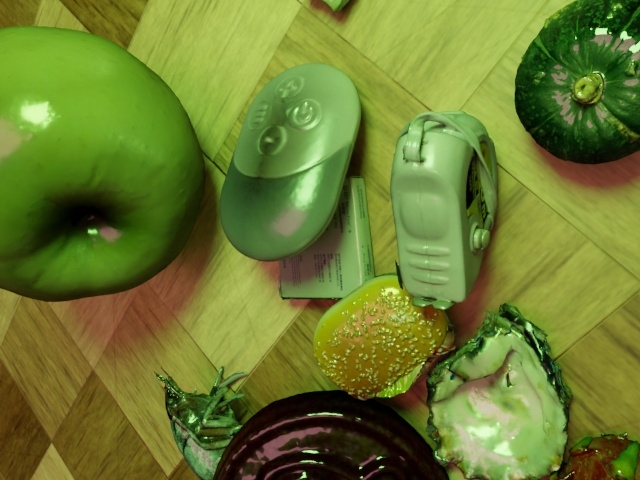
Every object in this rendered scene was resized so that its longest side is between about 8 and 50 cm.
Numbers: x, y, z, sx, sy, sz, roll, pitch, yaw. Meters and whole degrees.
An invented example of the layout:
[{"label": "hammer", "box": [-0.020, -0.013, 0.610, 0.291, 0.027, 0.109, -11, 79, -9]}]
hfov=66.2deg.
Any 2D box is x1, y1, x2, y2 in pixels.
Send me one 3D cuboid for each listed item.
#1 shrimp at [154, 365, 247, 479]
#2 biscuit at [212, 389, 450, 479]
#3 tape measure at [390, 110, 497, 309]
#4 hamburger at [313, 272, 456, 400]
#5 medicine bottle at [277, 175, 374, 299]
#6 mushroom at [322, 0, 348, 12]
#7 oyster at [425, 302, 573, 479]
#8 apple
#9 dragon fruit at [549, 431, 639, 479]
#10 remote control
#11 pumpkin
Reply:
[{"label": "shrimp", "box": [-0.170, 0.402, 0.928, 0.411, 0.166, 0.221, 61, 145, 15]}, {"label": "biscuit", "box": [0.015, 0.445, 0.778, 0.407, 0.091, 0.408, 0, 92, 9]}, {"label": "tape measure", "box": [0.166, -0.061, 0.637, 0.120, 0.197, 0.236, 5, 119, 35]}, {"label": "hamburger", "box": [0.093, 0.145, 0.734, 0.210, 0.116, 0.173, -38, 104, 23]}, {"label": "medicine bottle", "box": [0.000, 0.000, 0.828, 0.171, 0.052, 0.201, -5, 93, 31]}, {"label": "mushroom", "box": [0.065, -0.499, 0.711, 0.100, 0.081, 0.312, 39, 118, 22]}, {"label": "oyster", "box": [0.244, 0.219, 0.693, 0.198, 0.092, 0.260, 5, 105, 29]}, {"label": "apple", "box": [-0.431, -0.135, 0.844, 0.473, 0.473, 0.474, 4, 99, 30]}, {"label": "dragon fruit", "box": [0.368, 0.337, 0.629, 0.138, 0.175, 0.142, 28, 141, 35]}, {"label": "remote control", "box": [-0.051, -0.128, 0.772, 0.221, 0.103, 0.332, 8, 79, 36]}, {"label": "pumpkin", "box": [0.319, -0.183, 0.558, 0.190, 0.146, 0.191, 3, 96, 30]}]
